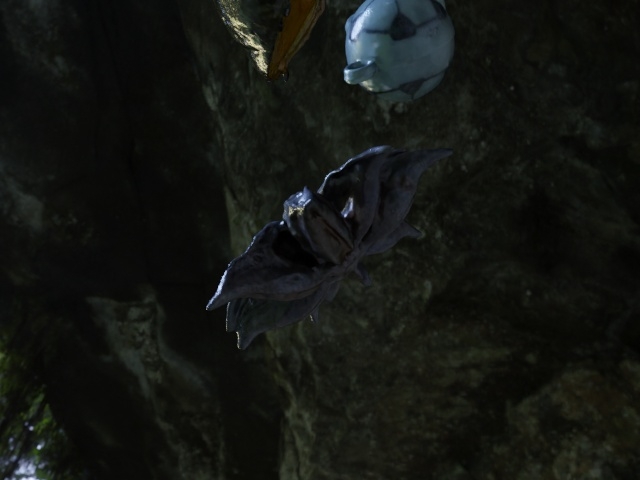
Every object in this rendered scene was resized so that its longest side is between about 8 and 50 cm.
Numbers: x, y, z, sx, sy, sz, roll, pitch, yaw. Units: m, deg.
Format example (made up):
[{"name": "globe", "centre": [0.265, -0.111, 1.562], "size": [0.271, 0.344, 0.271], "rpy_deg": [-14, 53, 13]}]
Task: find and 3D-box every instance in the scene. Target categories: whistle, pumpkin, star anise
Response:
[{"name": "whistle", "centre": [0.130, -0.287, 0.942], "size": [0.163, 0.289, 0.164], "rpy_deg": [31, -36, 27]}, {"name": "pumpkin", "centre": [-0.048, -0.206, 0.487], "size": [0.111, 0.278, 0.163], "rpy_deg": [21, -77, -3]}, {"name": "star anise", "centre": [0.000, 0.000, 0.483], "size": [0.061, 0.180, 0.205], "rpy_deg": [48, -65, 20]}]
